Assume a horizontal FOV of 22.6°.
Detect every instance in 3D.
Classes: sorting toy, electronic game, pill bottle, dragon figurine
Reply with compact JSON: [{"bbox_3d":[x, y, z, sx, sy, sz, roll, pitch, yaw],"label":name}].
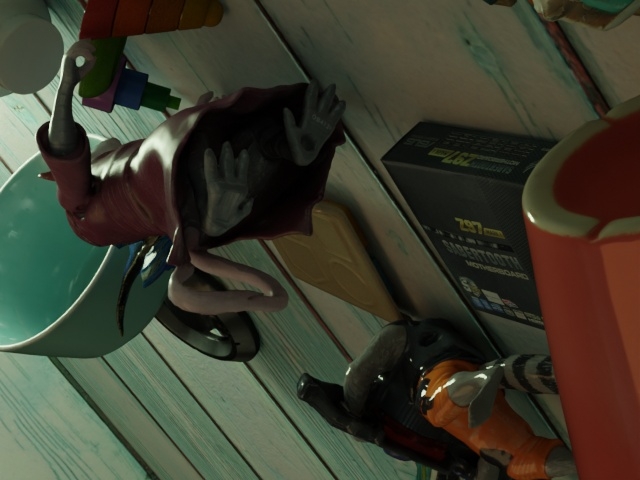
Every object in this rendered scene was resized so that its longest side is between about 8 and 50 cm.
[{"bbox_3d":[0.000,0.000,1.734,0.193,0.038,0.208,24,156,47],"label":"sorting toy"},{"bbox_3d":[-0.171,-0.199,1.626,0.126,0.127,0.365,16,164,-5],"label":"sorting toy"},{"bbox_3d":[-0.180,0.090,2.265,0.229,0.048,0.229,31,154,17],"label":"electronic game"},{"bbox_3d":[-0.417,-0.258,1.893,0.264,0.146,0.146,29,155,38],"label":"pill bottle"},{"bbox_3d":[-0.193,-0.003,1.871,0.085,0.289,0.144,45,-161,7],"label":"dragon figurine"}]

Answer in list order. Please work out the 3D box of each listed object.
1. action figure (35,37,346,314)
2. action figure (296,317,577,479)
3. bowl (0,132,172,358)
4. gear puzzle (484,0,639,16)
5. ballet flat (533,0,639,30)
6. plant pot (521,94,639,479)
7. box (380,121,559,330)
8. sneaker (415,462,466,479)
[{"bbox_3d":[-0.137,-0.044,1.519,0.248,0.275,0.370,7,167,-41],"label":"action figure"},{"bbox_3d":[0.172,0.169,1.616,0.341,0.178,0.330,25,180,-30],"label":"action figure"},{"bbox_3d":[-0.311,0.031,2.111,0.163,0.311,0.311,34,172,-40],"label":"bowl"},{"bbox_3d":[0.158,-0.190,0.991,0.339,0.044,0.175,22,150,50],"label":"gear puzzle"},{"bbox_3d":[0.073,-0.291,0.744,0.408,0.147,0.147,68,160,0],"label":"ballet flat"},{"bbox_3d":[0.256,0.044,0.982,0.275,0.275,0.243,14,134,57],"label":"plant pot"},{"bbox_3d":[0.173,-0.003,1.321,0.233,0.059,0.183,16,144,55],"label":"box"},{"bbox_3d":[0.146,0.263,1.873,0.110,0.107,0.275,52,163,24],"label":"sneaker"}]
